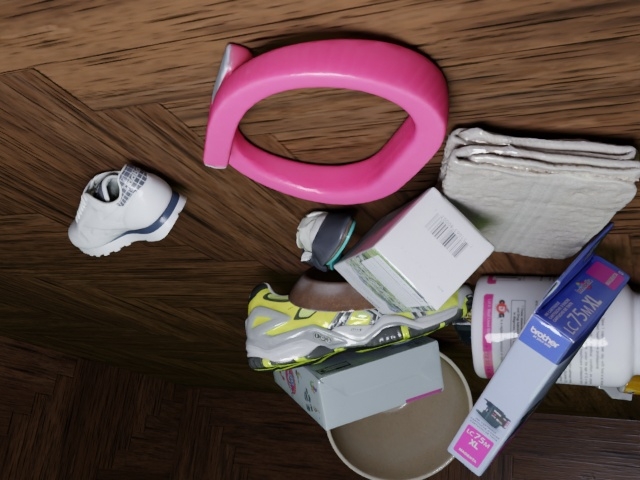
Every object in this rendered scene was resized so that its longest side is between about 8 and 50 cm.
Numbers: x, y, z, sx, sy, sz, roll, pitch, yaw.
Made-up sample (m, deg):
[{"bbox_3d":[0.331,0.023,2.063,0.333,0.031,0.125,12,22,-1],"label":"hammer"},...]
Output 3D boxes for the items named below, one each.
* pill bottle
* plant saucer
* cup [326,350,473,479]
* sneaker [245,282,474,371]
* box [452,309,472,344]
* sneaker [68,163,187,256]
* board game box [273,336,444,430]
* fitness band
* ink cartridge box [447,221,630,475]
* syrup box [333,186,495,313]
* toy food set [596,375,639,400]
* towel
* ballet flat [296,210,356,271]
[{"bbox_3d":[0.377,0.135,1.050,0.283,0.160,0.160,0,160,21],"label":"pill bottle"},{"bbox_3d":[0.049,0.058,1.034,0.198,0.036,0.198,-7,-168,1],"label":"plant saucer"},{"bbox_3d":[0.169,0.368,1.669,0.331,0.331,0.237,9,-173,-4],"label":"cup"},{"bbox_3d":[0.063,0.108,1.147,0.384,0.147,0.145,-10,165,-7],"label":"sneaker"},{"bbox_3d":[0.364,0.157,1.296,0.220,0.051,0.175,1,161,18],"label":"box"},{"bbox_3d":[-0.274,-0.044,0.919,0.235,0.090,0.095,-16,138,42],"label":"sneaker"},{"bbox_3d":[0.053,0.226,1.295,0.224,0.097,0.303,-13,-171,-18],"label":"board game box"},{"bbox_3d":[-0.001,-0.101,0.663,0.209,0.054,0.291,11,163,-11],"label":"fitness band"},{"bbox_3d":[0.277,0.139,0.869,0.065,0.186,0.311,35,130,24],"label":"ink cartridge box"},{"bbox_3d":[0.097,0.021,0.818,0.093,0.096,0.237,45,170,-1],"label":"syrup box"},{"bbox_3d":[0.549,0.246,1.382,0.104,0.111,0.232,5,177,10],"label":"toy food set"},{"bbox_3d":[0.215,-0.043,0.766,0.187,0.049,0.282,7,163,5],"label":"towel"},{"bbox_3d":[0.000,0.000,0.945,0.074,0.074,0.203,8,168,-2],"label":"ballet flat"}]
